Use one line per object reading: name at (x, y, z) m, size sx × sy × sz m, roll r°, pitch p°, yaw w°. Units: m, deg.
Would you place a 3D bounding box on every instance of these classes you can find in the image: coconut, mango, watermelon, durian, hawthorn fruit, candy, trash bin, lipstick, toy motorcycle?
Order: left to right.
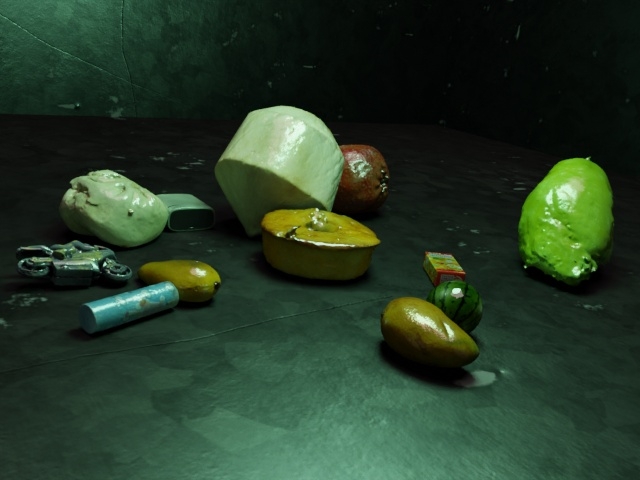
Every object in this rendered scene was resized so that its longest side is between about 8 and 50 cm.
toy motorcycle at (-0.440, 0.038, 1.135) m, size 0.194 × 0.061 × 0.124 m, roll 5°, pitch 23°, yaw -24°
lipstick at (-0.301, 0.104, 1.006) m, size 0.048 × 0.048 × 0.158 m, roll 20°, pitch 22°, yaw 34°
mango at (-0.252, 0.065, 1.127) m, size 0.188 × 0.066 × 0.101 m, roll 9°, pitch 15°, yaw 35°
trash bin at (-0.328, -0.069, 1.505) m, size 0.116 × 0.059 × 0.130 m, roll -3°, pitch 19°, yaw -32°
coconut at (-0.102, -0.149, 1.502) m, size 0.329 × 0.328 × 0.329 m, roll 6°, pitch 18°, yaw -2°
hawthorn fruit at (0.063, -0.171, 1.750) m, size 0.254 × 0.204 × 0.205 m, roll 8°, pitch 17°, yaw 26°
mango at (0.161, 0.147, 0.985) m, size 0.115 × 0.089 × 0.165 m, roll 7°, pitch 19°, yaw -32°
candy at (0.262, 0.063, 1.344) m, size 0.062 × 0.037 × 0.122 m, roll 5°, pitch 18°, yaw -4°
watermelon at (0.224, 0.117, 1.070) m, size 0.109 × 0.108 × 0.109 m, roll 6°, pitch 18°, yaw -2°
durian at (0.578, -0.048, 1.477) m, size 0.205 × 0.339 × 0.256 m, roll -4°, pitch -16°, yaw 36°

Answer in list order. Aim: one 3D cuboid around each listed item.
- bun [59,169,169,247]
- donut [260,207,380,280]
bun at (-0.442, -0.076, 1.360) m, size 0.230 × 0.145 × 0.229 m, roll 3°, pitch 18°, yaw -1°
donut at (-0.003, 0.000, 1.320) m, size 0.254 × 0.118 × 0.253 m, roll 3°, pitch 18°, yaw -1°
